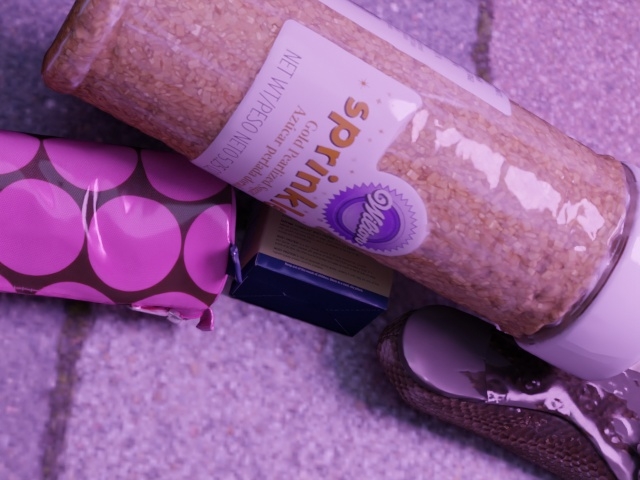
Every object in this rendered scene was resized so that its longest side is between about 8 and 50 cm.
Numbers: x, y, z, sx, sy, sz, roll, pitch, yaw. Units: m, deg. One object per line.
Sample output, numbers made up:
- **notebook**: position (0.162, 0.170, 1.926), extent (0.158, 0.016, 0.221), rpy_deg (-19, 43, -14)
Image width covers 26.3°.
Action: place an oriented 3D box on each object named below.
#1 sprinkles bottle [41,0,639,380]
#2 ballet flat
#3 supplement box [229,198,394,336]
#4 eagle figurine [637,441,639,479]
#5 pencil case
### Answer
- **sprinkles bottle**: position (0.032, -0.052, 0.741), extent (0.355, 0.121, 0.121), rpy_deg (29, 62, -14)
- **ballet flat**: position (0.142, 0.109, 0.833), extent (0.249, 0.058, 0.084), rpy_deg (23, 60, -17)
- **supplement box**: position (0.000, 0.000, 0.814), extent (0.083, 0.056, 0.083), rpy_deg (20, 64, -13)
- **eagle figurine**: position (0.318, 0.242, 0.757), extent (0.298, 0.226, 0.225), rpy_deg (40, 88, -21)
- **pencil case**: position (-0.150, -0.009, 0.745), extent (0.209, 0.095, 0.098), rpy_deg (7, 95, -16)
